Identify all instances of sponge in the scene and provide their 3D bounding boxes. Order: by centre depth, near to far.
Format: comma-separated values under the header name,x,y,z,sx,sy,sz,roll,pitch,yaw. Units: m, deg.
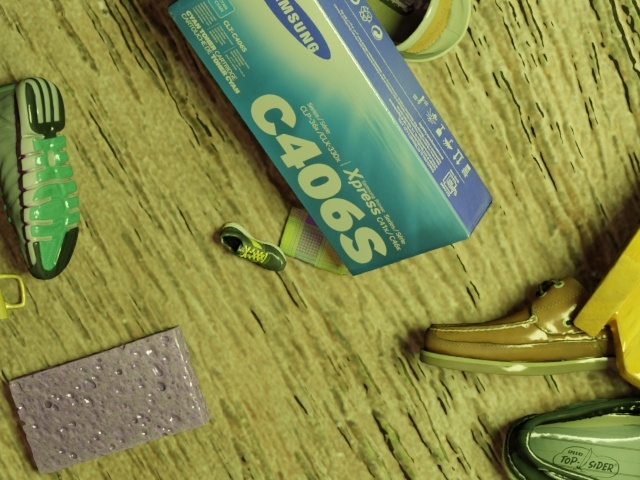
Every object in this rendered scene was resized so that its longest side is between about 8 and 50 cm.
name,x,y,z,sx,sy,sz,roll,pitch,yaw
sponge,-0.242,0.184,1.455,0.210,0.031,0.117,-18,96,10

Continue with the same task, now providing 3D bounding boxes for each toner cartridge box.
name,x,y,z,sx,sy,sz,roll,pitch,yaw
toner cartridge box,0.012,-0.136,1.282,0.165,0.075,0.348,-21,111,40

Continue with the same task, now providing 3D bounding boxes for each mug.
name,x,y,z,sx,sy,sz,roll,pitch,yaw
mug,-0.385,0.060,1.449,0.062,0.078,0.064,-9,88,41

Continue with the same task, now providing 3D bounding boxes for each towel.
name,x,y,z,sx,sy,sz,roll,pitch,yaw
towel,0.000,0.000,1.410,0.083,0.009,0.060,19,101,5

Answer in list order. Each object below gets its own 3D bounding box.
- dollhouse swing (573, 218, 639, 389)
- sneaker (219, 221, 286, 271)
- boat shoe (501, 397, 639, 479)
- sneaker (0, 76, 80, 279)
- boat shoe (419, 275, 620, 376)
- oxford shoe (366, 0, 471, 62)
name,x,y,z,sx,sy,sz,roll,pitch,yaw
dollhouse swing,0.483,0.024,1.161,0.347,0.305,0.315,35,72,8
sneaker,-0.078,0.012,1.406,0.083,0.035,0.031,29,113,5
boat shoe,0.363,0.224,1.330,0.340,0.113,0.127,9,68,10
sneaker,-0.332,-0.068,1.419,0.098,0.083,0.223,0,94,28
boat shoe,0.258,0.087,1.350,0.307,0.111,0.104,0,94,-3
oxford shoe,-0.046,-0.326,1.310,0.449,0.130,0.169,30,102,3
